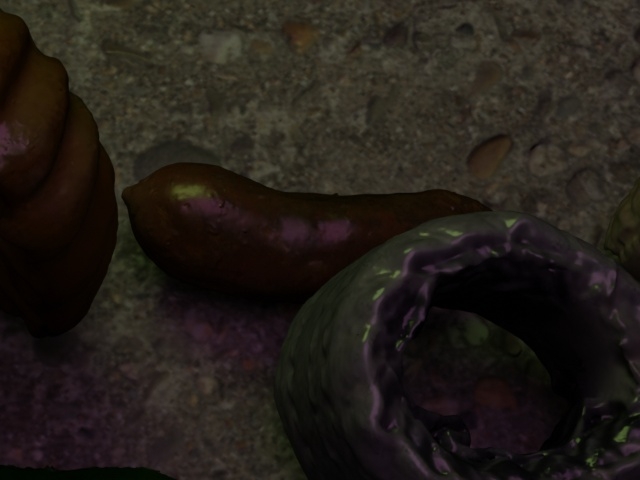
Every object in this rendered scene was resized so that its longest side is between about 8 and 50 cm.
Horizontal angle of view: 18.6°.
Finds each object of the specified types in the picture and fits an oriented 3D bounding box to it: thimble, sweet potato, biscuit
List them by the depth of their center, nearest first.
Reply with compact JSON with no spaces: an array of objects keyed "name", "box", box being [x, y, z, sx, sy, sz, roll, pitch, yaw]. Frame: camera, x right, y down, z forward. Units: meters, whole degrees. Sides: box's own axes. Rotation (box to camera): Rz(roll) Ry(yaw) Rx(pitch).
[{"name":"biscuit","box":[-0.236,-0.088,1.272,0.107,0.326,0.326,-35,71,-19]},{"name":"thimble","box":[0.105,0.097,1.292,0.245,0.157,0.217,12,75,-15]},{"name":"sweet potato","box":[0.001,0.001,1.400,0.291,0.097,0.097,6,60,-15]}]

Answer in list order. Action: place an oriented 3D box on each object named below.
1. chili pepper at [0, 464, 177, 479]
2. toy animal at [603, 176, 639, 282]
[{"name":"chili pepper","box":[-0.105,0.238,1.200,0.384,0.167,0.213,11,61,-4]},{"name":"toy animal","box":[0.395,-0.046,1.404,0.358,0.226,0.188,-14,64,-16]}]
